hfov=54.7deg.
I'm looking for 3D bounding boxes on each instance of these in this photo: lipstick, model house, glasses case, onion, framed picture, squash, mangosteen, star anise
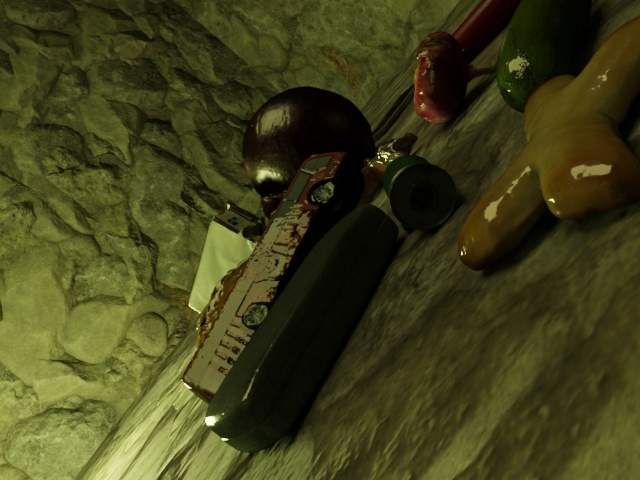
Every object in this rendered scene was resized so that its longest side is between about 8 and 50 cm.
[{"bbox_3d":[0.311,-0.424,1.317,0.279,0.073,0.073,-44,10,45],"label":"lipstick"},{"bbox_3d":[-0.152,0.047,1.371,0.206,0.178,0.271,-35,-32,-59],"label":"model house"},{"bbox_3d":[-0.015,0.093,0.725,0.323,0.074,0.131,-56,8,-36],"label":"glasses case"},{"bbox_3d":[0.223,-0.264,1.009,0.150,0.140,0.150,5,-90,-71],"label":"onion"},{"bbox_3d":[0.224,-0.390,1.855,0.289,0.020,0.211,-53,8,-21],"label":"framed picture"},{"bbox_3d":[0.259,-0.240,0.700,0.087,0.087,0.331,-42,9,47],"label":"squash"},{"bbox_3d":[-0.019,-0.172,1.308,0.297,0.297,0.293,-47,52,22],"label":"mangosteen"},{"bbox_3d":[0.103,-0.134,1.165,0.208,0.063,0.172,-45,8,34],"label":"star anise"}]

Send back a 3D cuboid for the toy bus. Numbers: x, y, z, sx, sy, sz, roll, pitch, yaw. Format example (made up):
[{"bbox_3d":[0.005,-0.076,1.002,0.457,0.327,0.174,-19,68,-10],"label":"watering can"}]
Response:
[{"bbox_3d":[-0.050,0.047,0.871,0.092,0.093,0.409,9,58,32],"label":"toy bus"}]

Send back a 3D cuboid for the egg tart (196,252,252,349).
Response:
[{"bbox_3d":[-0.094,0.112,0.997,0.231,0.098,0.252,6,57,53],"label":"egg tart"}]

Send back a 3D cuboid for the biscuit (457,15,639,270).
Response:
[{"bbox_3d":[0.189,-0.079,0.473,0.208,0.047,0.164,-56,8,-32],"label":"biscuit"}]

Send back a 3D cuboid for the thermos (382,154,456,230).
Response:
[{"bbox_3d":[0.117,-0.063,0.756,0.073,0.083,0.188,-27,10,8],"label":"thermos"}]
